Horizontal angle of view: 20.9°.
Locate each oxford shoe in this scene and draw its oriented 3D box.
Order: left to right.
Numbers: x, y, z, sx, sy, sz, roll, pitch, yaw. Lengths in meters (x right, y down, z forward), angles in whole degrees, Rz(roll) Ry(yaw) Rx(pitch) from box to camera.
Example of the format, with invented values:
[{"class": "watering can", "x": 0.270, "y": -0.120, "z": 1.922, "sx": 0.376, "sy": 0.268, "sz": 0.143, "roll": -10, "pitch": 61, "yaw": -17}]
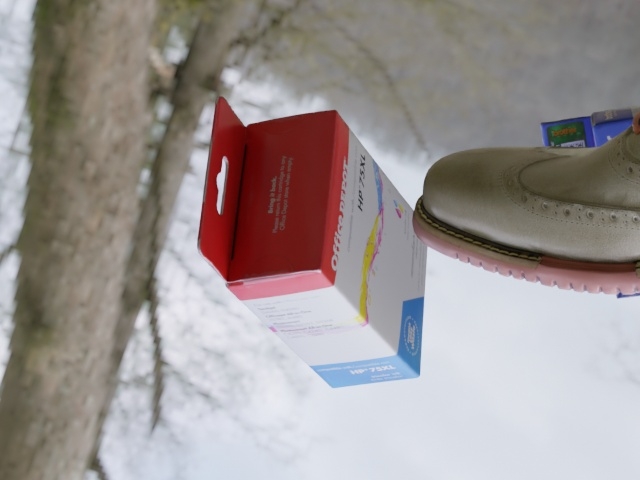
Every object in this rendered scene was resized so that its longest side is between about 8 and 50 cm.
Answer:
[{"class": "oxford shoe", "x": 0.239, "y": -0.057, "z": 1.028, "sx": 0.397, "sy": 0.146, "sz": 0.140, "roll": -2, "pitch": -157, "yaw": 22}]

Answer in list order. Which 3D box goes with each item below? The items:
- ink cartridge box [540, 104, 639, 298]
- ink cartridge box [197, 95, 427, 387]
[{"class": "ink cartridge box", "x": 0.381, "y": -0.048, "z": 1.697, "sx": 0.311, "sy": 0.185, "sz": 0.065, "roll": -7, "pitch": -164, "yaw": 12}, {"class": "ink cartridge box", "x": 0.000, "y": 0.000, "z": 1.262, "sx": 0.078, "sy": 0.134, "sz": 0.231, "roll": -8, "pitch": 150, "yaw": 23}]
